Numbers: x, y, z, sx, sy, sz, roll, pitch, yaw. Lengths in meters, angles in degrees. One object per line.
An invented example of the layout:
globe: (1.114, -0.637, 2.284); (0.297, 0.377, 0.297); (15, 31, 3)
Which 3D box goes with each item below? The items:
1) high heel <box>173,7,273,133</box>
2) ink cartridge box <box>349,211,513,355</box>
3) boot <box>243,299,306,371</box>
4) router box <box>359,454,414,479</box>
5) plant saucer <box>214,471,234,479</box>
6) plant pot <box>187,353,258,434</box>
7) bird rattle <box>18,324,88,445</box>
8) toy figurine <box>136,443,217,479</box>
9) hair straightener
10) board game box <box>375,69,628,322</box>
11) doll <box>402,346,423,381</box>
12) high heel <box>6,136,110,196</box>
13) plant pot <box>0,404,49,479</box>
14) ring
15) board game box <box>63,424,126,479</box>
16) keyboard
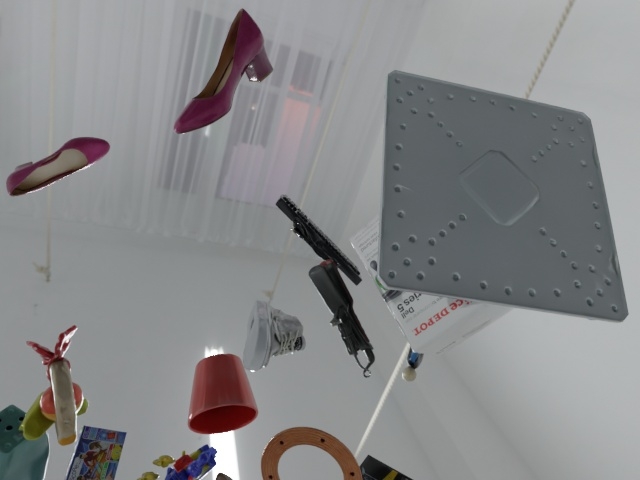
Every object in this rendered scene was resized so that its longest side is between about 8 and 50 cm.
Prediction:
high heel: (-0.289, -0.453, 1.113); (0.127, 0.181, 0.377); (14, -125, 37)
ink cartridge box: (0.210, 0.050, 0.787); (0.115, 0.198, 0.272); (22, -147, -50)
boot: (-0.085, 0.198, 0.851); (0.124, 0.095, 0.258); (20, -171, -11)
router box: (0.187, 0.939, 1.438); (0.243, 0.080, 0.309); (11, -149, 40)
plant saucer: (-0.242, 0.727, 1.108); (0.036, 0.198, 0.198); (2, -153, -32)
plant pot: (-0.405, 0.616, 1.686); (0.275, 0.274, 0.243); (8, -138, -26)
bird rattle: (-0.576, 0.333, 0.928); (0.143, 0.253, 0.207); (4, -164, -42)
toy figurine: (-0.369, 0.682, 1.137); (0.191, 0.362, 0.217); (47, -156, 16)
hair straightener: (0.036, 0.150, 0.758); (0.089, 0.047, 0.230); (-19, -94, -60)
board game box: (0.283, -0.078, 0.679); (0.391, 0.050, 0.389); (9, -112, -8)
doll: (0.265, 0.298, 1.134); (0.046, 0.129, 0.188); (11, -125, 19)
high heel: (-0.643, -0.181, 1.019); (0.244, 0.082, 0.117); (-19, -137, -12)
plant pot: (-0.802, 0.547, 1.031); (0.166, 0.234, 0.165); (29, -160, 5)
ring: (-0.031, 0.749, 1.330); (0.337, 0.336, 0.032); (22, -165, 8)
board game box: (-0.696, 0.688, 1.269); (0.136, 0.035, 0.201); (27, -139, -28)
keyboard: (0.000, 0.000, 1.110); (0.317, 0.033, 0.201); (44, -166, -11)
